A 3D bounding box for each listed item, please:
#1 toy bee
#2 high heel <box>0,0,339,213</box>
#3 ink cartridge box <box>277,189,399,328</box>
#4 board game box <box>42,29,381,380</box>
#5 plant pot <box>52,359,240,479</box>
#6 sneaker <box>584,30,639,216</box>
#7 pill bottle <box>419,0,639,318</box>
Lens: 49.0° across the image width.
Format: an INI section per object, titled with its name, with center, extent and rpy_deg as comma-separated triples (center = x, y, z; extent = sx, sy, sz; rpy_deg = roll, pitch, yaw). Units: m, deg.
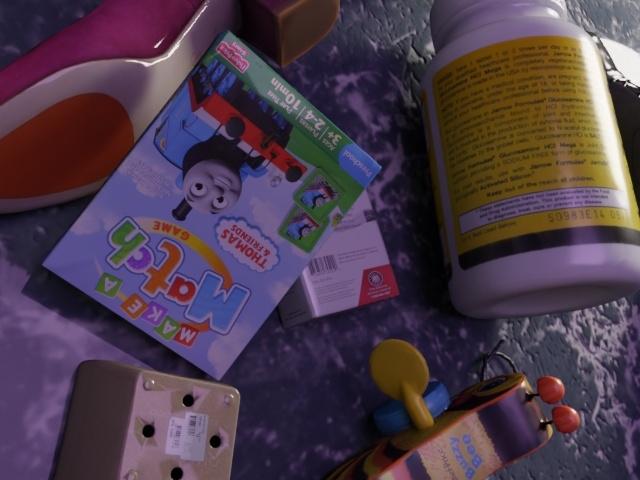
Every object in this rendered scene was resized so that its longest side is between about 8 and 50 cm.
[toy bee]
center = 0.118, 0.153, 0.588
extent = 0.195, 0.162, 0.298
rpy_deg = 45, 55, -9
[high heel]
center = -0.172, -0.161, 0.578
extent = 0.377, 0.127, 0.181
rpy_deg = -34, 61, -31
[ink cartridge box]
center = 0.000, 0.000, 0.630
extent = 0.099, 0.056, 0.135
rpy_deg = -10, 79, -36
[board game box]
center = -0.077, -0.023, 0.534
extent = 0.160, 0.039, 0.211
rpy_deg = 38, 87, -21
[plant pot]
center = -0.112, 0.138, 0.483
extent = 0.109, 0.096, 0.109
rpy_deg = 18, 64, -26
[sneaker]
center = 0.404, -0.148, 0.902
extent = 0.109, 0.130, 0.286
rpy_deg = -15, 80, -34
[pill bottle]
center = 0.204, -0.100, 0.717
extent = 0.187, 0.188, 0.334
rpy_deg = 5, 71, -31
